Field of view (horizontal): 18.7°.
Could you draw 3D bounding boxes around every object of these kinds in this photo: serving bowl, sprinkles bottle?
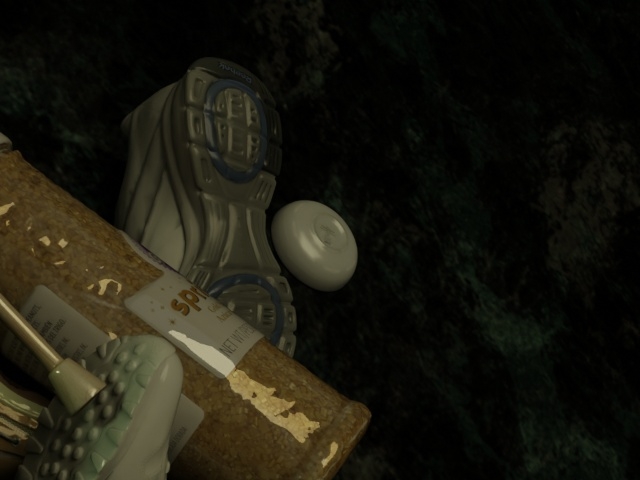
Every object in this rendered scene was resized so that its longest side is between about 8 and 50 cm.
[{"bbox_3d":[0.000,0.000,1.599,0.083,0.027,0.083,25,46,-28],"label":"serving bowl"},{"bbox_3d":[-0.140,0.058,1.282,0.355,0.121,0.121,37,38,4],"label":"sprinkles bottle"}]

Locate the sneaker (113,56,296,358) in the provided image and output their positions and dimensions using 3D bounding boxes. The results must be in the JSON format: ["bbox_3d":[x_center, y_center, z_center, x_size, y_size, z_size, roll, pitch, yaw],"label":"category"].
[{"bbox_3d":[-0.095,0.019,1.433,0.111,0.129,0.297,16,68,-38],"label":"sneaker"}]

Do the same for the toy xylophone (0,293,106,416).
[{"bbox_3d":[-0.277,0.098,1.127,0.323,0.236,0.081,41,-4,-2],"label":"toy xylophone"}]

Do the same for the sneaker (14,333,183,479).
[{"bbox_3d":[-0.136,0.169,1.207,0.095,0.235,0.090,22,7,-33],"label":"sneaker"}]

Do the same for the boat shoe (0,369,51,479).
[{"bbox_3d":[-0.212,0.132,1.269,0.190,0.068,0.072,38,57,-6],"label":"boat shoe"}]
